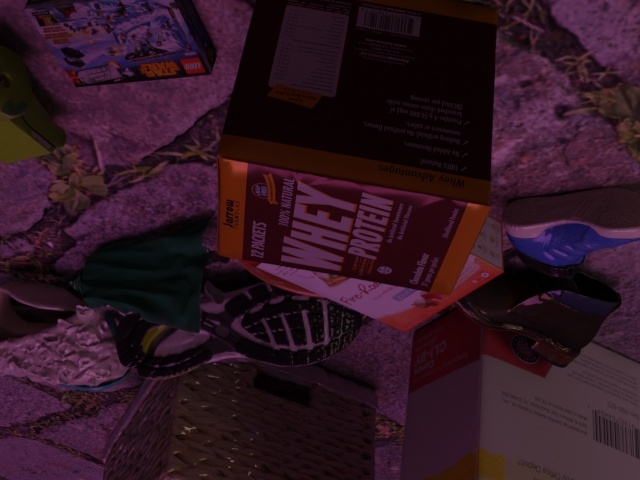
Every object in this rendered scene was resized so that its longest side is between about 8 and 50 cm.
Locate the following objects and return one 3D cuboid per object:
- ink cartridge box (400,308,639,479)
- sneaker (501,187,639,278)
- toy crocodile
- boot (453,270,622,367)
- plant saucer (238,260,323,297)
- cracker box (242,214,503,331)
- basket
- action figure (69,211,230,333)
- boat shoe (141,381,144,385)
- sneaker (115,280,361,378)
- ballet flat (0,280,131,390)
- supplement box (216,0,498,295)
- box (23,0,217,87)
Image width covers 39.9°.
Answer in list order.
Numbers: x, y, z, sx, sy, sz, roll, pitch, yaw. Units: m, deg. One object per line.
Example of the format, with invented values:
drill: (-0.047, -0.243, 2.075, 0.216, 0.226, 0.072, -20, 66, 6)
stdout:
ink cartridge box: (0.245, 0.301, 1.051, 0.279, 0.385, 0.160, 25, 144, -22)
sneaker: (0.264, -0.003, 0.879, 0.152, 0.058, 0.084, -4, 139, 26)
toy crocodile: (-0.352, -0.175, 0.750, 0.115, 0.105, 0.340, -12, 146, 29)
boot: (0.230, 0.052, 0.986, 0.219, 0.082, 0.106, 29, 121, -20)
plant saucer: (0.000, 0.000, 0.973, 0.200, 0.037, 0.200, 6, 147, 4)
cracker box: (0.041, -0.003, 0.863, 0.232, 0.067, 0.155, 25, 140, -22)
basket: (-0.123, 0.351, 1.258, 0.328, 0.266, 0.331, 23, 123, -19)
action figure: (-0.213, 0.044, 1.042, 0.232, 0.137, 0.063, -3, 159, 33)
boat shoe: (-0.186, 0.273, 1.403, 0.207, 0.073, 0.073, 32, 143, -31)
sneaker: (-0.098, 0.105, 1.113, 0.300, 0.111, 0.121, -4, -179, 4)
ballet flat: (-0.427, 0.114, 1.190, 0.409, 0.147, 0.147, -1, 146, 22)
supplement box: (0.029, -0.085, 0.691, 0.191, 0.194, 0.129, 10, 147, -1)
box: (-0.169, -0.177, 0.753, 0.137, 0.027, 0.094, -2, 144, 17)
